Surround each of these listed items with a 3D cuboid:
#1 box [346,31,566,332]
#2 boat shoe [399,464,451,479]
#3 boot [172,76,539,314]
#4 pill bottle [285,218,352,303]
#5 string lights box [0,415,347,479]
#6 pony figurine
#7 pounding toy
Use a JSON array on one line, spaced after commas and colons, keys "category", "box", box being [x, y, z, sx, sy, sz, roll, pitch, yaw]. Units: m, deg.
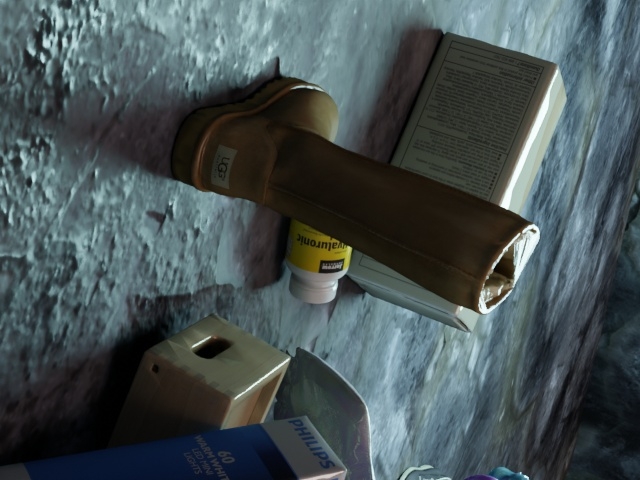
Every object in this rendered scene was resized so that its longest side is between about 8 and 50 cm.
[{"category": "box", "box": [0.161, -0.066, 1.422, 0.311, 0.148, 0.121, -66, 159, -6]}, {"category": "boat shoe", "box": [0.168, 0.410, 1.983, 0.206, 0.065, 0.075, -1, 110, -68]}, {"category": "boot", "box": [0.047, -0.038, 0.984, 0.236, 0.269, 0.089, -33, 140, -57]}, {"category": "pill bottle", "box": [0.000, 0.000, 1.192, 0.065, 0.065, 0.116, -38, 143, -54]}, {"category": "string lights box", "box": [-0.118, 0.221, 0.900, 0.259, 0.077, 0.133, -5, 120, -29]}, {"category": "pony figurine", "box": [0.015, 0.304, 1.170, 0.363, 0.351, 0.303, -27, 118, -33]}, {"category": "pounding toy", "box": [-0.113, 0.173, 1.047, 0.206, 0.094, 0.181, -67, 166, 18]}]
